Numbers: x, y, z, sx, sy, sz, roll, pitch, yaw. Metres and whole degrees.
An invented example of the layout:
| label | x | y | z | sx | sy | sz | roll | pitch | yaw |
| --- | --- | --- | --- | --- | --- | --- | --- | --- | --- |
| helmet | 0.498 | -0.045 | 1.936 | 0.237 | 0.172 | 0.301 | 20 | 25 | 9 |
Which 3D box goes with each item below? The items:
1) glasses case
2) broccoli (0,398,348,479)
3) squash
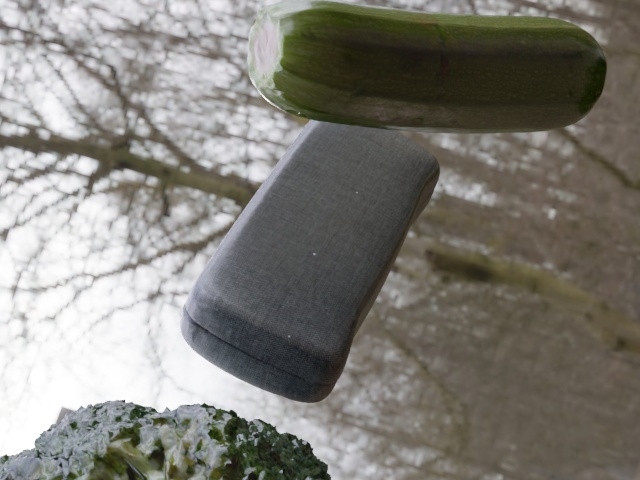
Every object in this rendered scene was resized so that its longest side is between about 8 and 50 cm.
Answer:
| label | x | y | z | sx | sy | sz | roll | pitch | yaw |
| --- | --- | --- | --- | --- | --- | --- | --- | --- | --- |
| glasses case | 0.000 | 0.000 | 1.075 | 0.323 | 0.131 | 0.074 | -59 | -9 | -53 |
| broccoli | -0.088 | 0.255 | 0.853 | 0.283 | 0.321 | 0.304 | -63 | -37 | -39 |
| squash | 0.063 | -0.088 | 0.672 | 0.228 | 0.066 | 0.066 | -1 | -69 | -37 |
